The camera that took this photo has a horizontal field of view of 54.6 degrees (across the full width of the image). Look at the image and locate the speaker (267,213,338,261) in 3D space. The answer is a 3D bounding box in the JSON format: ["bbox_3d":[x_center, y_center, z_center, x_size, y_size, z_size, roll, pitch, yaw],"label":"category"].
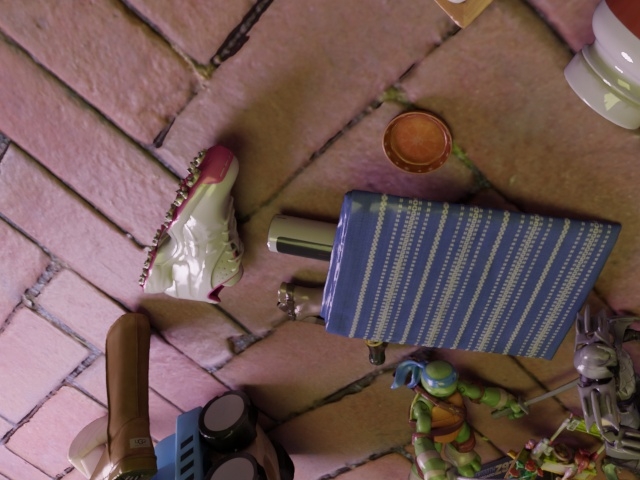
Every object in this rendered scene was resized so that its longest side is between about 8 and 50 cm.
[{"bbox_3d":[0.000,0.000,0.851,0.136,0.055,0.055,10,130,11],"label":"speaker"}]

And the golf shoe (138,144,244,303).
[{"bbox_3d":[-0.155,-0.012,0.875,0.140,0.115,0.306,24,139,-13],"label":"golf shoe"}]

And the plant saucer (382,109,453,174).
[{"bbox_3d":[0.116,-0.118,0.741,0.084,0.013,0.083,10,129,12],"label":"plant saucer"}]

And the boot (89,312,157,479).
[{"bbox_3d":[-0.346,0.299,1.082,0.089,0.269,0.236,14,137,-37],"label":"boot"}]

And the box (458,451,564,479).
[{"bbox_3d":[0.292,0.459,1.027,0.059,0.183,0.233,40,128,-14],"label":"box"}]

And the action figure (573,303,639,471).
[{"bbox_3d":[0.392,0.196,0.795,0.099,0.185,0.285,-4,143,39],"label":"action figure"}]

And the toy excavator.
[{"bbox_3d":[-0.291,0.456,1.183,0.446,0.433,0.222,-24,124,2],"label":"toy excavator"}]

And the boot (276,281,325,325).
[{"bbox_3d":[-0.020,0.084,0.935,0.087,0.042,0.118,24,131,3],"label":"boot"}]

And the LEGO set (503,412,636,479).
[{"bbox_3d":[0.354,0.330,0.917,0.287,0.132,0.107,4,127,-26],"label":"LEGO set"}]

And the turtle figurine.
[{"bbox_3d":[0.226,0.312,0.927,0.275,0.197,0.266,11,135,15],"label":"turtle figurine"}]

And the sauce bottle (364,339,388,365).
[{"bbox_3d":[0.086,0.138,0.939,0.042,0.042,0.128,6,127,16],"label":"sauce bottle"}]

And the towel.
[{"bbox_3d":[0.177,0.050,0.806,0.336,0.040,0.243,7,129,-2],"label":"towel"}]

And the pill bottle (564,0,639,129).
[{"bbox_3d":[0.318,-0.204,0.527,0.121,0.121,0.216,30,131,-5],"label":"pill bottle"}]

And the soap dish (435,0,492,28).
[{"bbox_3d":[0.138,-0.348,0.453,0.229,0.118,0.291,47,130,0],"label":"soap dish"}]
